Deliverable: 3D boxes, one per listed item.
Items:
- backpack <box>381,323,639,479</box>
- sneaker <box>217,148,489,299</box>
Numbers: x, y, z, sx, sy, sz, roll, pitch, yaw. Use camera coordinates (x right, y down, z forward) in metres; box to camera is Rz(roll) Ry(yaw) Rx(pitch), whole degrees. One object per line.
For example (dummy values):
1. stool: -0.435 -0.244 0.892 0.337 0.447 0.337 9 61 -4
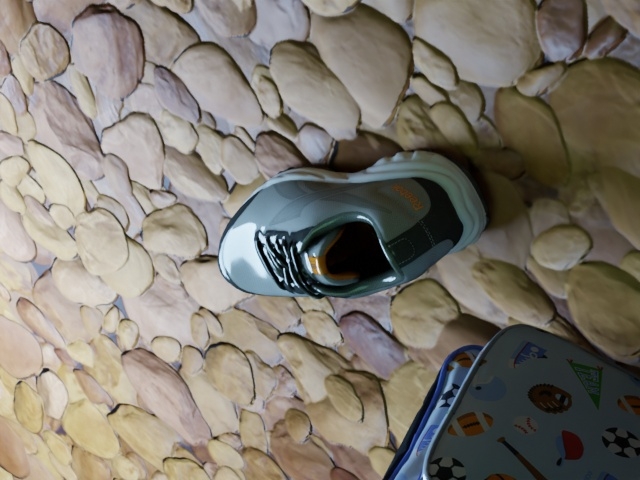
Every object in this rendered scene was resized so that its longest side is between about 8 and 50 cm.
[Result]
1. backpack: 0.171 0.206 1.035 0.263 0.276 0.213 28 138 7
2. sneaker: 0.000 0.000 1.139 0.271 0.108 0.100 -14 110 49
